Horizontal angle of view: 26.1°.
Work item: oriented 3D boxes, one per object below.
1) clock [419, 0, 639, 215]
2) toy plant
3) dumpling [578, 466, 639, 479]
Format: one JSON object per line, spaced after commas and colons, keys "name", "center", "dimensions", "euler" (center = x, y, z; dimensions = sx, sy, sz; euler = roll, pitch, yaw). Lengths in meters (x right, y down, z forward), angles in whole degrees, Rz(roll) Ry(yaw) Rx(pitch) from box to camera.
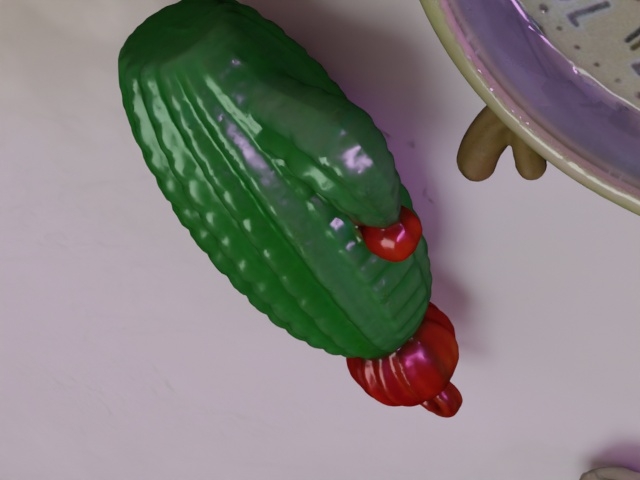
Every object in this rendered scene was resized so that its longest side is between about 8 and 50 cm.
{"name": "clock", "center": [0.125, -0.096, 0.387], "dimensions": [0.308, 0.096, 0.235], "euler": [-12, 127, 47]}
{"name": "toy plant", "center": [-0.012, -0.009, 0.623], "dimensions": [0.155, 0.088, 0.240], "euler": [29, 159, 27]}
{"name": "dumpling", "center": [0.158, 0.141, 0.709], "dimensions": [0.059, 0.043, 0.077], "euler": [10, 127, 5]}
